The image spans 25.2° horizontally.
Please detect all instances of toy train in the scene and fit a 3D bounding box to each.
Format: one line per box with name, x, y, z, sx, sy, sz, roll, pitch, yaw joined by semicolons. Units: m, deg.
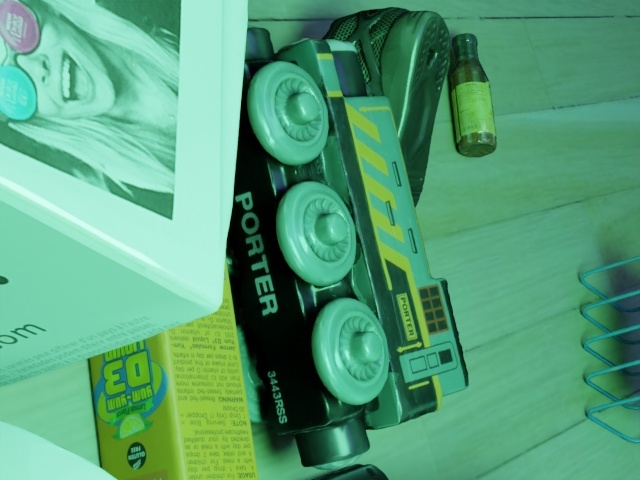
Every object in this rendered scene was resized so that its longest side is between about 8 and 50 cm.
toy train;0.000;0.000;1.082;0.190;0.142;0.334;-9;83;-50

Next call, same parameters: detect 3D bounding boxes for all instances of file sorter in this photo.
file sorter;0.344;0.115;1.508;0.118;0.104;0.170;31;50;-40

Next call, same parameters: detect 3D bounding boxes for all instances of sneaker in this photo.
sneaker;0.025;-0.091;1.228;0.087;0.130;0.227;6;96;-56

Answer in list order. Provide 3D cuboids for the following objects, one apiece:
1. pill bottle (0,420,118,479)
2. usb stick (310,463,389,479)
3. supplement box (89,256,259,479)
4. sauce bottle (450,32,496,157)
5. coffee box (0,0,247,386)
pill bottle;-0.210;0.278;0.591;0.224;0.224;0.392;45;47;-29
usb stick;-0.031;0.221;1.025;0.278;0.045;0.077;-8;73;-53
supplement box;-0.107;0.070;0.972;0.080;0.078;0.233;7;67;-51
sauce bottle;0.152;-0.148;1.442;0.042;0.042;0.128;20;60;-46
coffee box;-0.261;-0.136;0.652;0.334;0.337;0.338;32;50;-40
